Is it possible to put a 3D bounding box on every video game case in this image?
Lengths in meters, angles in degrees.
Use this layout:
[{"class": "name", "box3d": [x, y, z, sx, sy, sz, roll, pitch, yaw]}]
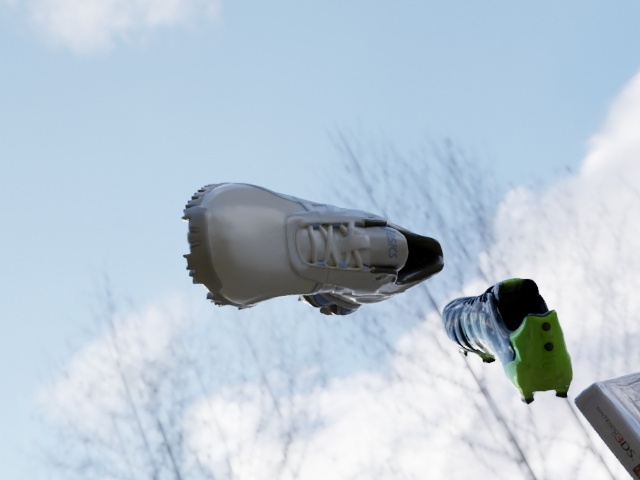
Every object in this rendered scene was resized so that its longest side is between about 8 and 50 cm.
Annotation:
[{"class": "video game case", "box3d": [0.194, 0.122, 0.721, 0.019, 0.143, 0.157, -44, -19, 21]}]

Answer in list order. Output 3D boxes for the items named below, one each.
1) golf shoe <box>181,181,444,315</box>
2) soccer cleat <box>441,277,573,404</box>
[{"class": "golf shoe", "box3d": [0.000, 0.000, 0.793, 0.086, 0.069, 0.176, -11, -9, 31]}, {"class": "soccer cleat", "box3d": [0.131, 0.056, 1.064, 0.060, 0.179, 0.072, -10, -75, -13]}]
